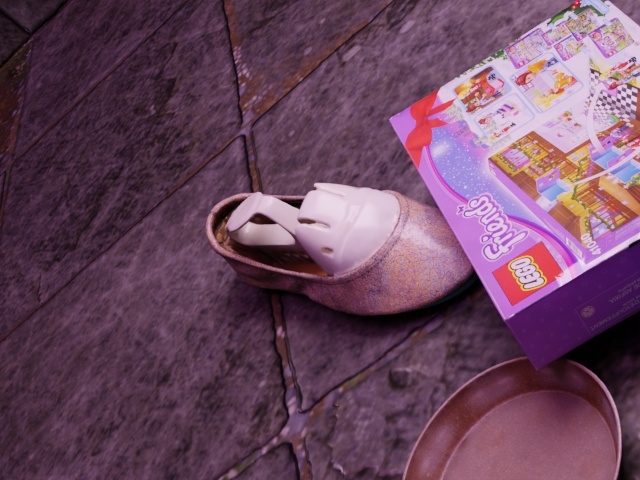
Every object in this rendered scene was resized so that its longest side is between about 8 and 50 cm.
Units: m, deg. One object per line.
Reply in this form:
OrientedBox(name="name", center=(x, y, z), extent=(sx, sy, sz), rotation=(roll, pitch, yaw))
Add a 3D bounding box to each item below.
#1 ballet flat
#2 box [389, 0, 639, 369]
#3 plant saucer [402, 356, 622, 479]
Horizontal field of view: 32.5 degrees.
OrientedBox(name="ballet flat", center=(0.000, 0.000, 0.950), extent=(0.316, 0.106, 0.107), rotation=(-2, 53, 51))
OrientedBox(name="box", center=(0.181, -0.060, 0.801), extent=(0.201, 0.057, 0.293), rotation=(-31, 33, 8))
OrientedBox(name="plant saucer", center=(0.123, 0.153, 0.703), extent=(0.168, 0.029, 0.168), rotation=(-32, 36, 27))
